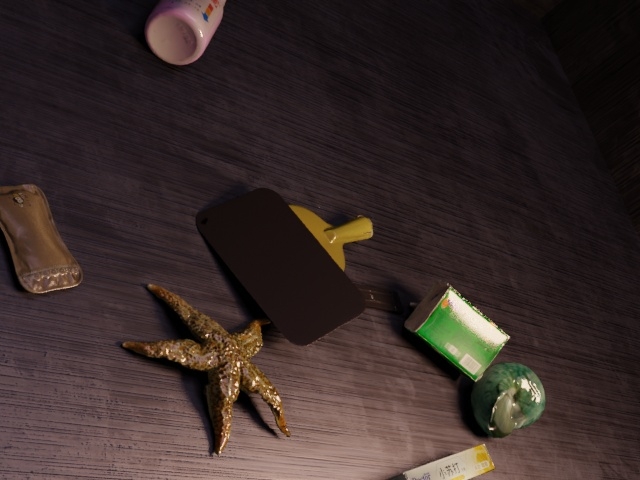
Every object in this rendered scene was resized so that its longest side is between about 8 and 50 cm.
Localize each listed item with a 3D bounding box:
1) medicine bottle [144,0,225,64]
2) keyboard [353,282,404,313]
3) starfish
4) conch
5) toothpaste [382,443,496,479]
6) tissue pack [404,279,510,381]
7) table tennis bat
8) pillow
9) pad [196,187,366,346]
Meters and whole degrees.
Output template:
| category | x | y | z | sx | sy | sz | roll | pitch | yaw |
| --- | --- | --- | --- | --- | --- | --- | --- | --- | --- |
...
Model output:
| category | x | y | z | sx | sy | sz | roll | pitch | yaw |
| --- | --- | --- | --- | --- | --- | --- | --- | --- | --- |
| medicine bottle | -0.316 | -0.541 | 2.237 | 0.152 | 0.152 | 0.254 | 37 | 36 | -19 |
| keyboard | 0.120 | 0.135 | 2.230 | 0.204 | 0.013 | 0.061 | 13 | 49 | -41 |
| starfish | -0.197 | 0.232 | 1.748 | 0.358 | 0.078 | 0.347 | 11 | 54 | -42 |
| conch | 0.453 | 0.391 | 2.275 | 0.202 | 0.134 | 0.196 | 34 | 79 | -32 |
| toothpaste | 0.250 | 0.498 | 1.985 | 0.313 | 0.089 | 0.071 | -1 | 65 | -49 |
| tissue pack | 0.321 | 0.214 | 2.282 | 0.209 | 0.148 | 0.156 | 39 | -3 | -15 |
| table tennis bat | 0.000 | 0.000 | 2.193 | 0.369 | 0.054 | 0.224 | -20 | 73 | -49 |
| pillow | -0.505 | -0.006 | 1.646 | 0.130 | 0.033 | 0.217 | -10 | 67 | -50 |
| pad | -0.070 | 0.052 | 2.046 | 0.315 | 0.063 | 0.375 | -25 | 70 | -40 |
